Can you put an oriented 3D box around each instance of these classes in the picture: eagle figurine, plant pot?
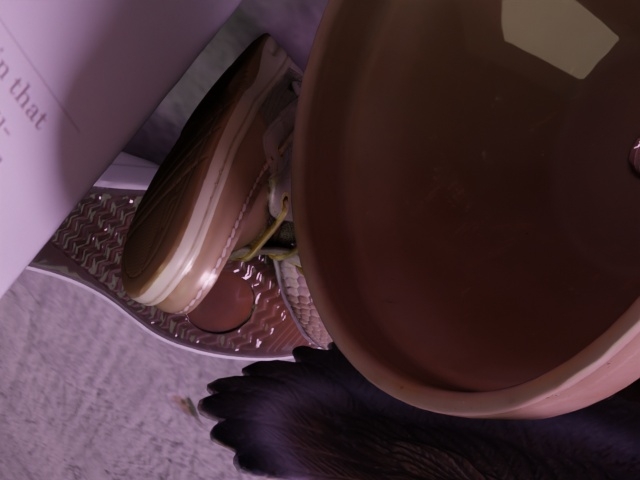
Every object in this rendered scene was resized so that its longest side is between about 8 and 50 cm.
[{"bbox_3d":[0.107,0.144,0.566,0.298,0.226,0.225,-11,115,24],"label":"eagle figurine"},{"bbox_3d":[0.100,-0.044,0.554,0.109,0.237,0.237,11,164,-38],"label":"plant pot"}]

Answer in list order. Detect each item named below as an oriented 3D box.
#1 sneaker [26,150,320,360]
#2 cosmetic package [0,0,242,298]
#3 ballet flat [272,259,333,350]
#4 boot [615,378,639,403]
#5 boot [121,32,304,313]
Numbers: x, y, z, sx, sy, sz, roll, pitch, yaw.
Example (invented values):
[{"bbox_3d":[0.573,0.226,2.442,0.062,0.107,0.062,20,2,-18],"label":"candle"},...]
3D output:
[{"bbox_3d":[-0.119,-0.019,0.872,0.290,0.123,0.106,22,110,-9],"label":"sneaker"},{"bbox_3d":[-0.314,-0.105,0.622,0.329,0.394,0.327,1,136,41],"label":"cosmetic package"},{"bbox_3d":[0.040,0.057,0.828,0.058,0.084,0.250,-7,133,27],"label":"ballet flat"},{"bbox_3d":[0.194,0.012,0.649,0.248,0.090,0.207,-3,121,45],"label":"boot"},{"bbox_3d":[0.000,0.000,0.674,0.165,0.213,0.077,40,119,-13],"label":"boot"}]
